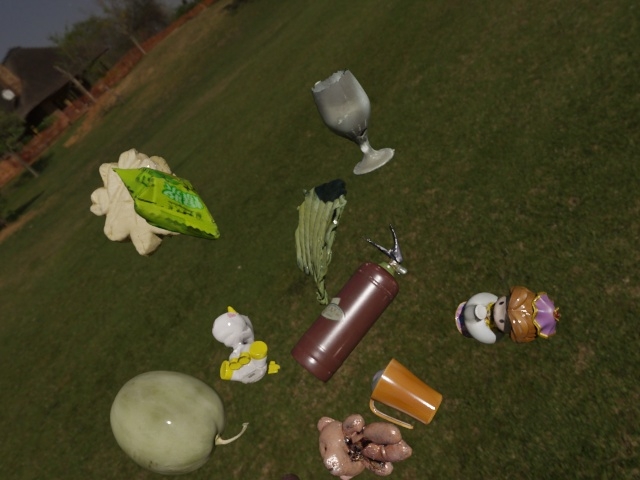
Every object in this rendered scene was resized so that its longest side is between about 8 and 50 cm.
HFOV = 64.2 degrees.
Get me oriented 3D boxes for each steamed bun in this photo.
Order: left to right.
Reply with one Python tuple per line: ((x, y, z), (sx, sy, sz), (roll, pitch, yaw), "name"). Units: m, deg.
((-0.481, -0.103, 1.427), (0.295, 0.292, 0.137), (-18, -4, 19), "steamed bun")

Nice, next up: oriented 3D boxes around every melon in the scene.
((-0.388, 0.467, 1.324), (0.308, 0.272, 0.272), (14, 56, 32), "melon")

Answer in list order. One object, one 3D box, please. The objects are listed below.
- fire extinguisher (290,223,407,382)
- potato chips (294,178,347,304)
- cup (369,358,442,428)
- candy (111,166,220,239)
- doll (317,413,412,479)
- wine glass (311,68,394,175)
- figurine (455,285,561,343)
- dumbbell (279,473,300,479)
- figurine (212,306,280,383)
((0.069, 0.120, 1.069), (0.344, 0.138, 0.102), (-51, -3, -7), "fire extinguisher")
((0.001, -0.007, 1.632), (0.373, 0.097, 0.389), (-120, 38, -59), "potato chips")
((0.322, 0.616, 2.005), (0.226, 0.264, 0.182), (-64, -18, 8), "cup")
((-0.273, -0.084, 0.888), (0.246, 0.149, 0.069), (36, 104, 50), "candy")
((0.103, 0.578, 1.397), (0.156, 0.201, 0.303), (-30, -1, -42), "doll")
((0.077, -0.284, 1.238), (0.126, 0.241, 0.126), (-28, 23, 13), "wine glass")
((0.475, 0.193, 1.301), (0.263, 0.189, 0.142), (-22, 62, 57), "figurine")
((-0.055, 0.931, 1.797), (0.225, 0.140, 0.124), (11, 37, 42), "dumbbell")
((-0.163, 0.207, 1.044), (0.109, 0.129, 0.178), (-41, 59, 9), "figurine")
